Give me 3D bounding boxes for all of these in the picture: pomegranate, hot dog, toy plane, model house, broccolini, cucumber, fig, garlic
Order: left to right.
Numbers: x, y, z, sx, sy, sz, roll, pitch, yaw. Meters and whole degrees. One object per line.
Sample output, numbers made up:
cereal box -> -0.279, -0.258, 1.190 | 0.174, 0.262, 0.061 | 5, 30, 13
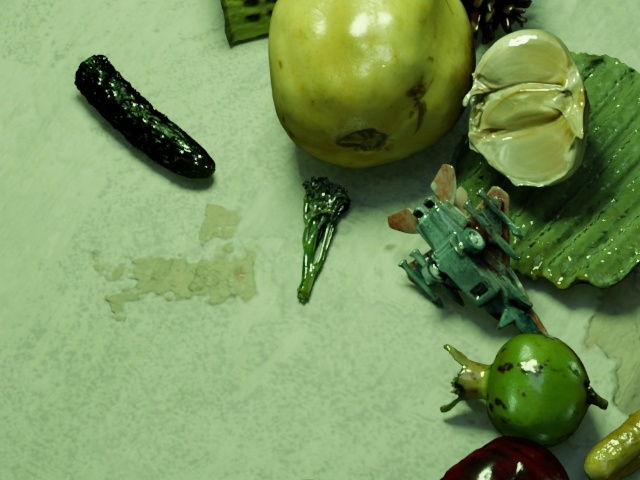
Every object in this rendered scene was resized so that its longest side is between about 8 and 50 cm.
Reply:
cucumber -> -0.282, -0.187, 2.119 | 0.081, 0.072, 0.303 | -39, 63, -16
model house -> -0.062, -0.459, 2.197 | 0.234, 0.174, 0.193 | -10, 58, 4
broccolini -> -0.005, -0.005, 1.988 | 0.074, 0.058, 0.201 | 2, 58, 16
pomegranate -> 0.067, -0.274, 1.990 | 0.333, 0.332, 0.332 | -3, 59, 5
toy plane -> 0.234, 0.056, 1.879 | 0.104, 0.223, 0.326 | -18, 69, -49
pomegranate -> 0.268, 0.202, 1.802 | 0.220, 0.156, 0.156 | 0, 53, 44
fig -> 0.257, 0.373, 1.669 | 0.204, 0.186, 0.249 | -31, 67, -33
garlic -> 0.314, -0.196, 1.950 | 0.178, 0.143, 0.229 | -4, 99, 24
hot dog -> 0.468, 0.234, 1.780 | 0.286, 0.088, 0.061 | -32, 56, -16

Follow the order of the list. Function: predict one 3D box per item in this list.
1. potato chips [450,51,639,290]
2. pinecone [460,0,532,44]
potato chips -> 0.388, -0.105, 2.000 | 0.358, 0.070, 0.429 | 33, 68, 25
pinecone -> 0.220, -0.441, 2.123 | 0.246, 0.246, 0.292 | -40, 71, -16
